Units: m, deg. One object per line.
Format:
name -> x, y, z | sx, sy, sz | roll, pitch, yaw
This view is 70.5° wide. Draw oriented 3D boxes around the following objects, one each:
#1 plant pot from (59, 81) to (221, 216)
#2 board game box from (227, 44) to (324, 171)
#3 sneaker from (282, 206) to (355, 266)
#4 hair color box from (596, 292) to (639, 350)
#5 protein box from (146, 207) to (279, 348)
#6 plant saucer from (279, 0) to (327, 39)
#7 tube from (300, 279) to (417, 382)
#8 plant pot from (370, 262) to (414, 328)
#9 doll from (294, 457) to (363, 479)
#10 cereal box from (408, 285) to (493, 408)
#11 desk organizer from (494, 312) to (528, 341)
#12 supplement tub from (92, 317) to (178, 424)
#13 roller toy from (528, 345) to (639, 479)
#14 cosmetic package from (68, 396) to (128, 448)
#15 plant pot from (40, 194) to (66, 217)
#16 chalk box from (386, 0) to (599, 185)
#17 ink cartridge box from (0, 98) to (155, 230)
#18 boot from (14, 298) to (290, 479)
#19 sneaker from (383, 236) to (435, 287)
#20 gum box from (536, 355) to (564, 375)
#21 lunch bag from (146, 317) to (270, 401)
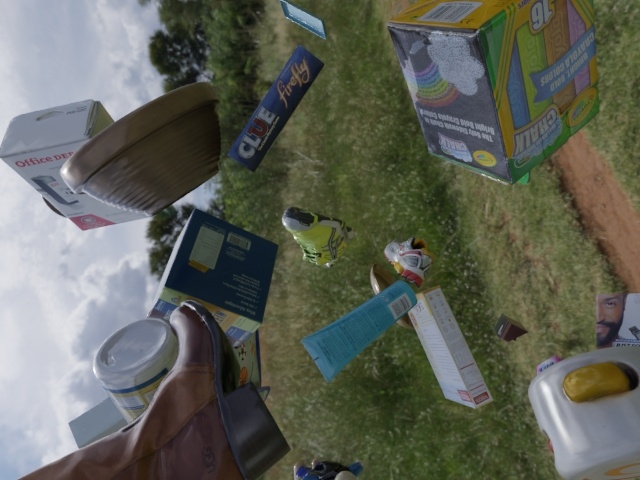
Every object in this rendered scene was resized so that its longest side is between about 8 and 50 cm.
plant pot -> -0.223, -0.109, 0.636 | 0.110, 0.237, 0.237 | 57, 180, -12
board game box -> -0.075, -0.183, 0.679 | 0.165, 0.042, 0.243 | -56, 13, 2
sneaker -> 0.000, 0.000, 1.340 | 0.384, 0.145, 0.147 | 22, -92, -64
hair color box -> 0.638, 0.199, 0.952 | 0.093, 0.053, 0.167 | -11, 62, 47
protein box -> -0.216, 0.081, 0.939 | 0.136, 0.199, 0.201 | -46, 26, 43
plant saucer -> -0.051, -0.681, 1.383 | 0.192, 0.018, 0.067 | 39, 169, 25
tube -> 0.072, 0.144, 0.766 | 0.080, 0.207, 0.052 | 53, 160, 13
plant pot -> 0.223, 0.176, 1.402 | 0.236, 0.032, 0.236 | 45, -159, -23
doll -> 0.016, 0.403, 0.777 | 0.189, 0.129, 0.046 | 133, 130, -62
cereal box -> 0.259, 0.221, 0.955 | 0.173, 0.047, 0.240 | 111, 136, -78
desk organizer -> 0.456, 0.215, 1.088 | 0.047, 0.050, 0.130 | -65, -16, 6
supplement tub -> -0.286, 0.251, 0.792 | 0.144, 0.144, 0.200 | -100, -3, -58
roller toy -> 0.397, 0.236, 0.625 | 0.191, 0.209, 0.146 | 112, 157, -46
cosmetic package -> -0.589, 0.585, 1.481 | 0.097, 0.284, 0.377 | 50, 160, 27
plant pot -> -0.709, -0.182, 1.378 | 0.229, 0.262, 0.263 | -59, -25, -59
chalk box -> 0.186, -0.156, 0.470 | 0.132, 0.132, 0.213 | 41, 167, 51
ink cartridge box -> -0.404, -0.122, 0.790 | 0.218, 0.158, 0.092 | 72, -171, -55
boot -> -0.207, 0.207, 0.480 | 0.264, 0.280, 0.096 | 46, 158, 40
sneaker -> 0.223, 0.037, 1.098 | 0.093, 0.088, 0.225 | -54, 14, 9
gum box -> 0.588, 0.359, 1.022 | 0.062, 0.188, 0.107 | -55, 6, 43
lunch bag -> -0.295, 0.392, 1.252 | 0.328, 0.238, 0.386 | 39, -136, -71
